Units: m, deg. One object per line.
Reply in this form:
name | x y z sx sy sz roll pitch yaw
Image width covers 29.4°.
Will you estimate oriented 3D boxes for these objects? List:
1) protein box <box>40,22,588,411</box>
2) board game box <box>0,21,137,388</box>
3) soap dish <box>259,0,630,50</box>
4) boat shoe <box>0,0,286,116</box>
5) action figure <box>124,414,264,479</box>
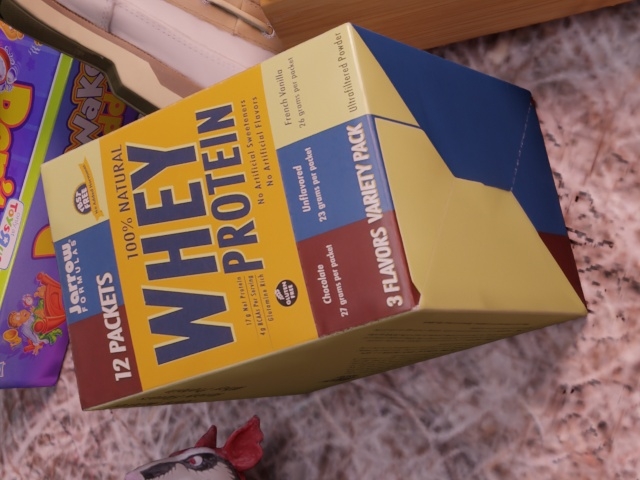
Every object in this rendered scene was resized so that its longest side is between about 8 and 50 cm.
protein box | 0.000 0.000 0.655 0.201 0.200 0.136 -20 76 31
board game box | -0.249 -0.096 0.899 0.233 0.078 0.347 23 99 32
soap dish | 0.085 -0.232 0.664 0.291 0.118 0.229 -8 82 34
boat shoe | -0.144 -0.167 0.741 0.103 0.302 0.113 -58 22 -6
action figure | -0.085 0.279 0.701 0.275 0.248 0.370 21 72 0
